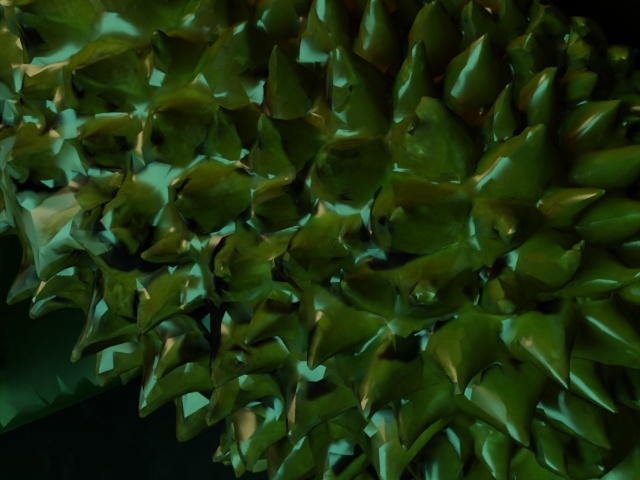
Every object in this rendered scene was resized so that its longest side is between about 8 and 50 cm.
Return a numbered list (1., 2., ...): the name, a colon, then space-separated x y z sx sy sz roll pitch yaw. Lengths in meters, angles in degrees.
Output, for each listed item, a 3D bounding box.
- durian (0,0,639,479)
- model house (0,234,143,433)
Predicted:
1. durian: -0.005 -0.002 0.481 0.250 0.138 0.183 37 120 26
2. model house: -0.290 -0.027 0.572 0.300 0.324 0.340 -22 93 28
